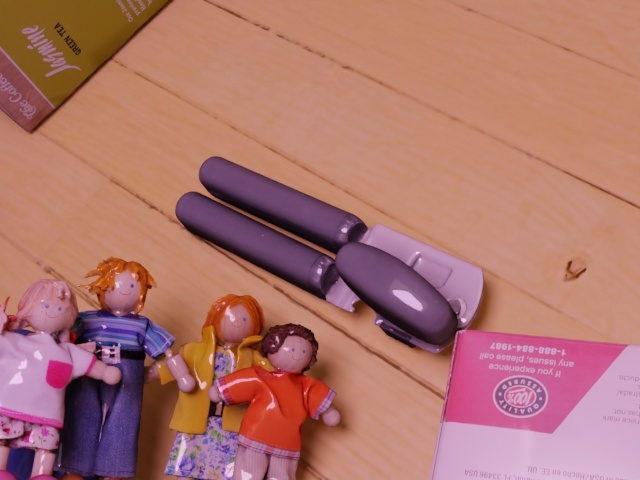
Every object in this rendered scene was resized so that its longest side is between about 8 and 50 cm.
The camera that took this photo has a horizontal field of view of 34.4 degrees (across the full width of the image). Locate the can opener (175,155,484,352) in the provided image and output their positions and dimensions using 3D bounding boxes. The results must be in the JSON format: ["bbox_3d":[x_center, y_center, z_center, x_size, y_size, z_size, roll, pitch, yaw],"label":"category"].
[{"bbox_3d":[0.000,0.000,0.792,0.280,0.093,0.074,24,74,34],"label":"can opener"}]

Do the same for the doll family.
[{"bbox_3d":[-0.120,0.099,0.730,0.262,0.118,0.163,12,79,-18],"label":"doll family"}]

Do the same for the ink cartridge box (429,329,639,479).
[{"bbox_3d":[0.162,0.208,0.596,0.207,0.117,0.283,4,64,21],"label":"ink cartridge box"}]

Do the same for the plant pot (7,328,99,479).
[{"bbox_3d":[-0.311,0.162,0.736,0.235,0.212,0.236,-3,63,18],"label":"plant pot"}]

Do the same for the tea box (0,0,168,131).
[{"bbox_3d":[-0.308,-0.346,1.009,0.323,0.220,0.329,-45,57,-9],"label":"tea box"}]
